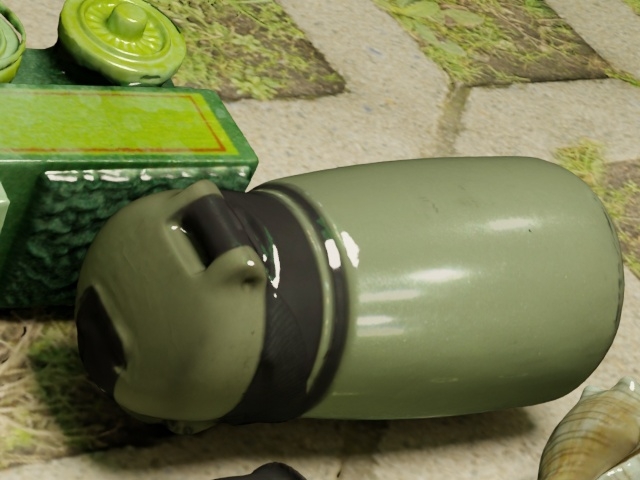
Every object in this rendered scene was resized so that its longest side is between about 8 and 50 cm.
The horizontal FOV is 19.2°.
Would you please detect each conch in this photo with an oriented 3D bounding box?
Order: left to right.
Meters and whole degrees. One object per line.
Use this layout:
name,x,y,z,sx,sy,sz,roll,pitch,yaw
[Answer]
conch,0.183,0.158,1.131,0.114,0.137,0.234,50,41,-5

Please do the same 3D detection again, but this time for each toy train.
toy train,-0.177,-0.055,1.182,0.272,0.159,0.188,-1,45,-36

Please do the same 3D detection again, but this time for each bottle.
bottle,0.016,0.033,1.157,0.347,0.168,0.168,-3,40,-38

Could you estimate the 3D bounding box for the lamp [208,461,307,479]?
lamp,-0.118,0.186,0.869,0.227,0.147,0.172,1,73,-28
